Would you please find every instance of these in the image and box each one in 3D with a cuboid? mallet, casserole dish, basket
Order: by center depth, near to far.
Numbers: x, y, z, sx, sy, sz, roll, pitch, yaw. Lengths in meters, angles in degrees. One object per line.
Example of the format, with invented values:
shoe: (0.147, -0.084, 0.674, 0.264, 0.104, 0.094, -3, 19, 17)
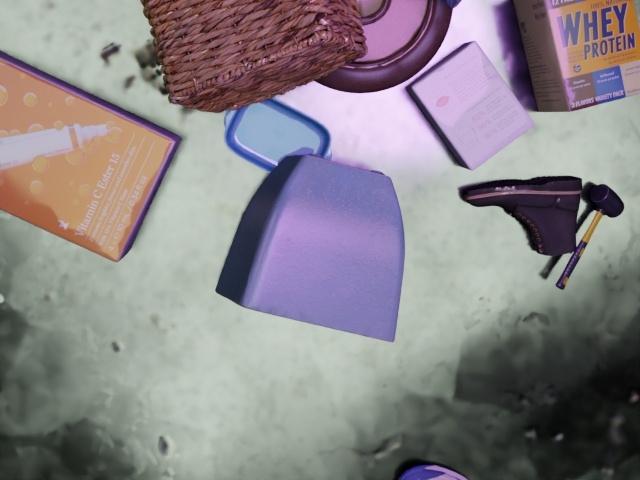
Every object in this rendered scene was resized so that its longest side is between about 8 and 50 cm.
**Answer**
basket: (-0.096, -0.347, 1.804, 0.299, 0.213, 0.223, -20, 82, 23)
casserole dish: (-0.070, -0.169, 1.938, 0.188, 0.037, 0.114, 27, 95, -5)
mallet: (0.450, 0.000, 1.964, 0.062, 0.039, 0.190, 26, 88, -40)

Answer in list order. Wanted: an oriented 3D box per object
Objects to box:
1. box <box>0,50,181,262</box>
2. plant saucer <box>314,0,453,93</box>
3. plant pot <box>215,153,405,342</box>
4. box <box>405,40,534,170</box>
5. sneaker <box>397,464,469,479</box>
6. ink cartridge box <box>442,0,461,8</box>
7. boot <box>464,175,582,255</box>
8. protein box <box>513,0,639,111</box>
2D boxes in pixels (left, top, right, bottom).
box: (-0.424, -0.140, 1.856, 0.345, 0.168, 0.215, 25, 95, -5)
plant saucer: (0.067, -0.397, 1.914, 0.310, 0.050, 0.311, 0, 95, -3)
plant pot: (0.000, 0.000, 1.849, 0.247, 0.248, 0.252, 15, 90, -15)
box: (0.243, -0.221, 1.920, 0.130, 0.091, 0.170, -36, 97, 2)
sneaker: (0.258, 0.492, 1.984, 0.296, 0.131, 0.112, 37, 95, -5)
ink cartridge box: (0.136, -0.591, 1.808, 0.395, 0.151, 0.270, 39, 87, 5)
boot: (0.342, -0.032, 1.960, 0.197, 0.077, 0.137, -3, 102, -2)
protein box: (0.412, -0.317, 1.863, 0.135, 0.200, 0.201, -15, 97, -2)
